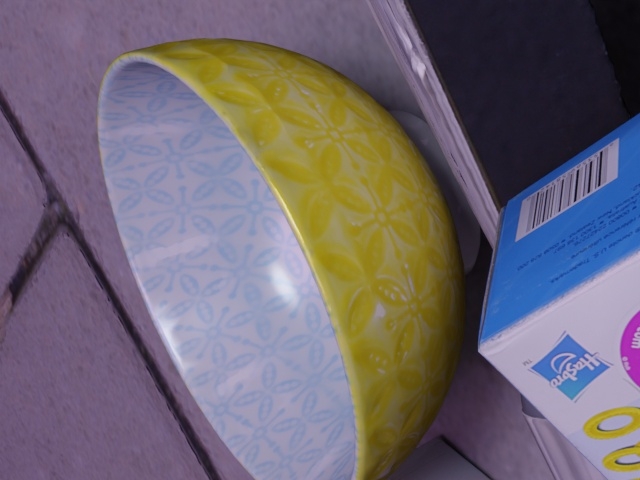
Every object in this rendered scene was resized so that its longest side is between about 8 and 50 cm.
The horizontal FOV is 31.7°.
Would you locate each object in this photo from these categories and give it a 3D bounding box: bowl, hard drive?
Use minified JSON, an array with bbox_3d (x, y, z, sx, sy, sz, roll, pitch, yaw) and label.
[{"bbox_3d":[0.000,0.000,0.676,0.289,0.156,0.289,45,149,37],"label":"bowl"},{"bbox_3d":[0.047,-0.113,0.460,0.339,0.064,0.237,59,-172,-37],"label":"hard drive"}]

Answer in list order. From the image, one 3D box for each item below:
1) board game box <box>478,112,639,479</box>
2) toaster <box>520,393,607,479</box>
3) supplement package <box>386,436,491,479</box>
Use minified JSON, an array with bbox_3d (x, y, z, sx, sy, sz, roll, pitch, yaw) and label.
[{"bbox_3d":[0.259,0.035,0.309,0.302,0.086,0.308,44,123,-14],"label":"board game box"},{"bbox_3d":[0.215,0.103,0.523,0.227,0.129,0.146,-15,98,43],"label":"toaster"},{"bbox_3d":[0.069,0.267,0.704,0.203,0.194,0.149,36,130,32],"label":"supplement package"}]
